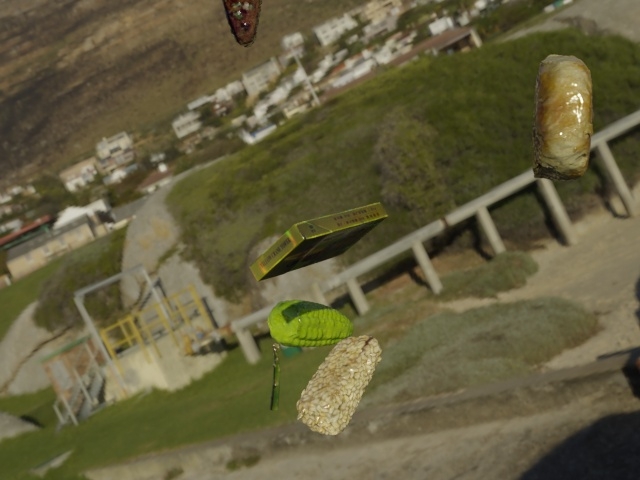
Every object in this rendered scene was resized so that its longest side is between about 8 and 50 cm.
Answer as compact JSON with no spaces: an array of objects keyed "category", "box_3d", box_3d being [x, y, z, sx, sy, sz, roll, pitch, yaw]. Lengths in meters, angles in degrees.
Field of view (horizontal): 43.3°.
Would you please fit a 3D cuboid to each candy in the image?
[{"category":"candy","box_3d":[-0.009,0.169,1.608,0.096,0.097,0.209,-25,-25,36]}]

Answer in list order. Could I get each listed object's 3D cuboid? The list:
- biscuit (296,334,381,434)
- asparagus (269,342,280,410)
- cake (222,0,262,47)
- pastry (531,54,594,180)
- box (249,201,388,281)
[{"category":"biscuit","box_3d":[0.032,0.210,1.195,0.082,0.070,0.168,-5,34,35]},{"category":"asparagus","box_3d":[-0.078,0.236,1.393,0.018,0.127,0.015,9,18,17]},{"category":"cake","box_3d":[-0.075,-0.373,0.984,0.135,0.246,0.112,-16,19,9]},{"category":"pastry","box_3d":[0.385,-0.194,1.279,0.093,0.193,0.182,3,-13,14]},{"category":"box","box_3d":[0.000,0.000,1.183,0.193,0.030,0.121,-17,-18,-47]}]
